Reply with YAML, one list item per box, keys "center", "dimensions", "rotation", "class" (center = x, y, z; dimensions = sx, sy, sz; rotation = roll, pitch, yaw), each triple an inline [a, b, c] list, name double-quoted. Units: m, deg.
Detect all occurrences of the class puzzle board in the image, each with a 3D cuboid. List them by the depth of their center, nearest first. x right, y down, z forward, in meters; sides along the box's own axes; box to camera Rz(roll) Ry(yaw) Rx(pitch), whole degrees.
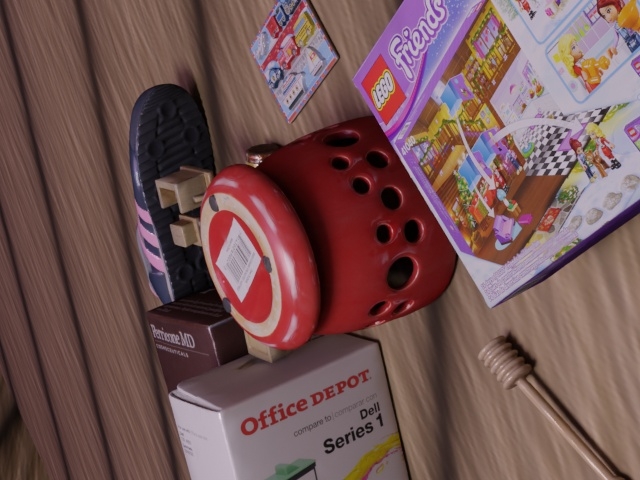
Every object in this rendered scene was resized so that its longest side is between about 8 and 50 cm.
- center: [-0.031, -0.188, 0.948]
  dimensions: [0.096, 0.011, 0.128]
  rotation: [63, 149, 12]
  class: "puzzle board"

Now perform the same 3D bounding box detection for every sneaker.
- center: [-0.204, -0.049, 1.208]
  dimensions: [0.131, 0.112, 0.319]
  rotation: [23, 125, 48]
  class: "sneaker"

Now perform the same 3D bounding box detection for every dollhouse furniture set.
- center: [-0.079, 0.012, 1.022]
  dimensions: [0.161, 0.101, 0.182]
  rotation: [16, 123, 47]
  class: "dollhouse furniture set"

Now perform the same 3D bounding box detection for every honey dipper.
- center: [0.191, 0.145, 0.769]
  dimensions: [0.161, 0.030, 0.030]
  rotation: [50, 144, 28]
  class: "honey dipper"

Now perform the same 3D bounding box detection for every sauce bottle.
- center: [-0.056, -0.042, 1.046]
  dimensions: [0.042, 0.042, 0.128]
  rotation: [25, 130, 51]
  class: "sauce bottle"

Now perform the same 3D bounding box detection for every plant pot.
- center: [0.000, 0.000, 0.853]
  dimensions: [0.191, 0.174, 0.191]
  rotation: [35, 136, 42]
  class: "plant pot"

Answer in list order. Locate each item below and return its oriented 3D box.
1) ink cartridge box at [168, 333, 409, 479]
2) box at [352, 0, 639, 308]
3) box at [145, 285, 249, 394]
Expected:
- center: [-0.018, 0.258, 0.999]
  dimensions: [0.117, 0.201, 0.278]
  rotation: [3, 110, 57]
  class: "ink cartridge box"
- center: [0.141, -0.105, 0.570]
  dimensions: [0.201, 0.057, 0.293]
  rotation: [60, 150, 13]
  class: "box"
- center: [-0.072, 0.250, 1.147]
  dimensions: [0.191, 0.143, 0.382]
  rotation: [1, 106, 58]
  class: "box"
